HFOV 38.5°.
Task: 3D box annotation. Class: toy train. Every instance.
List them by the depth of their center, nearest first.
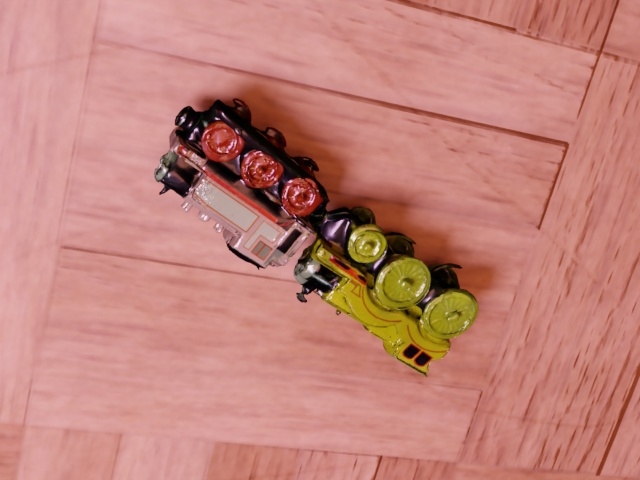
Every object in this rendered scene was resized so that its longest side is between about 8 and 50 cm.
[{"bbox_3d":[0.000,0.000,0.603,0.249,0.053,0.085,36,104,-24],"label":"toy train"}]
